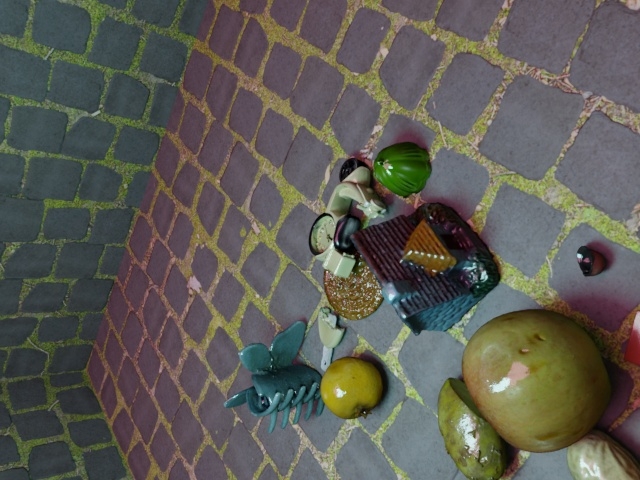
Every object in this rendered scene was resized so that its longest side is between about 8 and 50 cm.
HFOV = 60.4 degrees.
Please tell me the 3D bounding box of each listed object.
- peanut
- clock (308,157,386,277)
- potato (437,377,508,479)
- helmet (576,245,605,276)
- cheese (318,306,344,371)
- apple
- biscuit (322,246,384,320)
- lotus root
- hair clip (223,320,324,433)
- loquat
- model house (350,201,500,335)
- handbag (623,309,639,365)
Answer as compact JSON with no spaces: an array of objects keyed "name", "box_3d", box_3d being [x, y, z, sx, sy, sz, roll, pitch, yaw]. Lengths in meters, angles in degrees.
[{"name":"peanut","box_3d":[0.688,0.592,1.269,0.152,0.152,0.313,-36,63,38]},{"name":"clock","box_3d":[0.096,-0.082,1.913,0.276,0.120,0.379,42,112,52]},{"name":"potato","box_3d":[0.420,0.531,1.549,0.176,0.141,0.298,-36,63,28]},{"name":"helmet","box_3d":[0.682,0.052,1.375,0.065,0.049,0.084,93,177,-50]},{"name":"cheese","box_3d":[0.029,0.371,2.020,0.127,0.050,0.235,25,113,45]},{"name":"apple","box_3d":[0.520,0.320,1.333,0.305,0.338,0.338,-36,61,16]},{"name":"biscuit","box_3d":[0.115,0.133,1.954,0.305,0.038,0.305,-3,85,45]},{"name":"lotus root","box_3d":[0.236,-0.236,1.762,0.186,0.186,0.186,-3,85,45]},{"name":"hair clip","box_3d":[-0.145,0.531,2.004,0.238,0.318,0.392,34,112,37]},{"name":"loquat","box_3d":[0.102,0.492,1.831,0.208,0.208,0.208,-3,85,45]},{"name":"model house","box_3d":[0.260,0.063,1.603,0.297,0.339,0.360,-51,54,33]},{"name":"handbag","box_3d":[0.803,0.244,1.236,0.190,0.063,0.127,19,100,48]}]
